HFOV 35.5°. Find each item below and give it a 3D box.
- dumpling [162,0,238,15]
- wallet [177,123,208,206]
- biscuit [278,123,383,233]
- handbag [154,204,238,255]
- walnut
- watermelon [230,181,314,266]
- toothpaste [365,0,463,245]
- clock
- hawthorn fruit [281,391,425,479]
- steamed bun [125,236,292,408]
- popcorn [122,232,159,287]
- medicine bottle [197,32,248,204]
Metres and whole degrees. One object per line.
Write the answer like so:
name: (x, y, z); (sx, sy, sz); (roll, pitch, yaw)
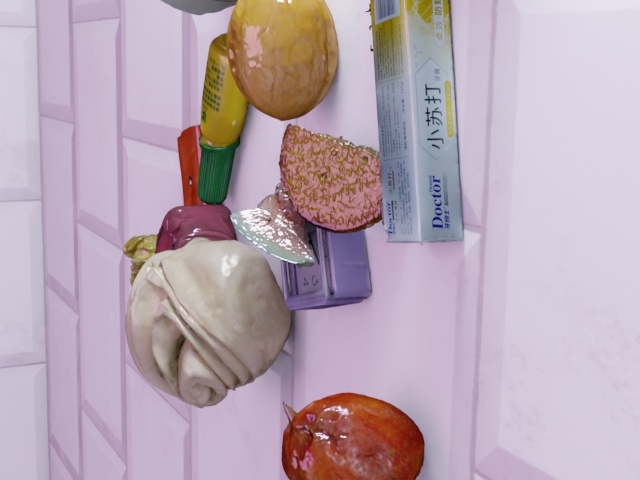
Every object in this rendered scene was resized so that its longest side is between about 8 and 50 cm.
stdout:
dumpling: (-0.166, -0.512, 1.567); (0.270, 0.212, 0.320); (22, 103, 22)
wallet: (-0.236, -0.111, 1.915); (0.142, 0.045, 0.204); (-14, 81, 63)
biscuit: (0.019, -0.075, 1.324); (0.206, 0.025, 0.126); (26, 101, 32)
handbag: (-0.222, 0.052, 1.802); (0.135, 0.146, 0.225); (-113, 31, -43)
walnut: (-0.054, -0.270, 1.412); (0.159, 0.159, 0.207); (34, 130, 58)
watermelon: (-0.062, -0.017, 1.390); (0.080, 0.101, 0.155); (-48, 59, 40)
toothpaste: (0.112, -0.151, 1.185); (0.089, 0.071, 0.313); (-1, 92, 61)
clock: (0.001, 0.000, 1.424); (0.144, 0.073, 0.193); (-19, 75, 63)
hawthorn fruit: (0.040, 0.280, 1.263); (0.173, 0.179, 0.173); (-178, 90, -85)
steamed bun: (-0.205, 0.150, 1.622); (0.289, 0.203, 0.276); (-3, 119, 40)
popcorn: (-0.340, 0.045, 2.061); (0.145, 0.126, 0.126); (80, 176, -53)
medicine bottle: (-0.173, -0.203, 1.741); (0.111, 0.076, 0.309); (54, 139, 48)
